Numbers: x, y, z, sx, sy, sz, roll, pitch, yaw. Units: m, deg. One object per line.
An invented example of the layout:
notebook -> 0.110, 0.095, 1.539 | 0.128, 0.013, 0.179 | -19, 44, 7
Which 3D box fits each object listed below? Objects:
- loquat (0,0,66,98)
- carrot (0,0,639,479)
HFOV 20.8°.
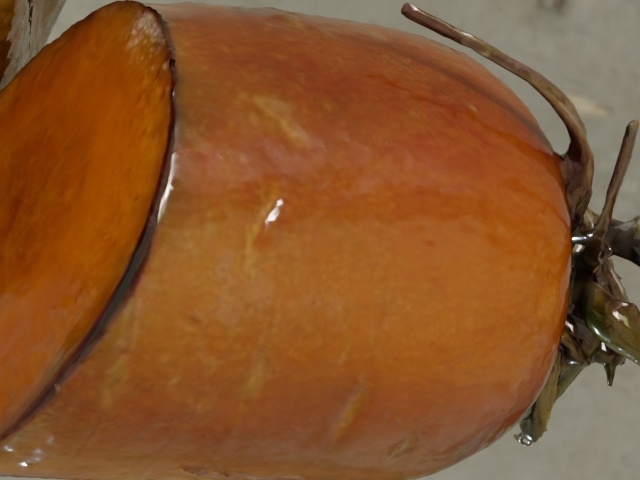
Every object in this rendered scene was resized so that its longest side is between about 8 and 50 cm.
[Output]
loquat -> -0.219, -0.171, 0.749 | 0.276, 0.284, 0.276 | 19, 153, 10
carrot -> 0.000, 0.000, 0.726 | 0.331, 0.214, 0.193 | 10, -166, -30
